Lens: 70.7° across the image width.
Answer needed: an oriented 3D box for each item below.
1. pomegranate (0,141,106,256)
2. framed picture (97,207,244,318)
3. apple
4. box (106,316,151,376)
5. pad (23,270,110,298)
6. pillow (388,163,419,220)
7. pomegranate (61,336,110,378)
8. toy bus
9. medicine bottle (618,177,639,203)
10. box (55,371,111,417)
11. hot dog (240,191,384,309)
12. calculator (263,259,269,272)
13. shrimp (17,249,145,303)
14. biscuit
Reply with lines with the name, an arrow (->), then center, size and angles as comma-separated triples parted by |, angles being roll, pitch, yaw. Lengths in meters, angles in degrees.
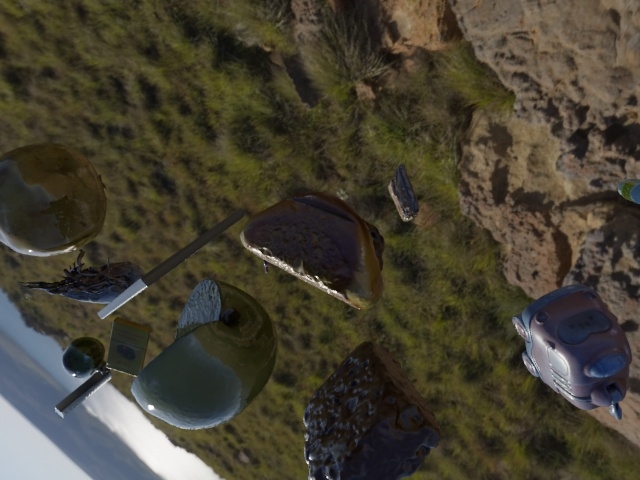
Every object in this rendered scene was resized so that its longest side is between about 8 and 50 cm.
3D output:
pomegranate -> -0.774, -0.115, 1.292 | 0.332, 0.332, 0.332 | 25, 140, 23
framed picture -> -0.273, 0.048, 0.810 | 0.020, 0.211, 0.289 | 54, 140, -7
apple -> -0.218, 0.247, 0.934 | 0.233, 0.295, 0.258 | 30, 111, -8
box -> -0.464, 0.259, 1.089 | 0.087, 0.023, 0.155 | 18, 117, -8
pad -> -0.554, 0.096, 0.996 | 0.112, 0.157, 0.003 | -16, 94, 20
pillow -> 0.209, -0.111, 1.138 | 0.232, 0.043, 0.126 | 31, -141, -85
pomegranate -> -0.683, 0.344, 1.309 | 0.130, 0.130, 0.130 | 25, 140, 23
toy bus -> 0.621, 0.267, 1.078 | 0.232, 0.197, 0.294 | -112, -2, -61
medicine bottle -> 0.656, -0.104, 0.938 | 0.047, 0.083, 0.047 | 3, 105, 13
box -> -0.761, 0.488, 1.451 | 0.036, 0.177, 0.115 | 45, 142, 4
hot dog -> 0.000, 0.001, 1.159 | 0.405, 0.223, 0.185 | 24, 173, 26
calculator -> -0.200, 0.036, 1.625 | 0.103, 0.024, 0.166 | -121, 23, -71
shrimp -> -0.674, 0.115, 1.303 | 0.116, 0.343, 0.145 | 44, 117, 37
biscuit -> 0.104, 0.473, 1.182 | 0.166, 0.343, 0.395 | 41, -177, -16
